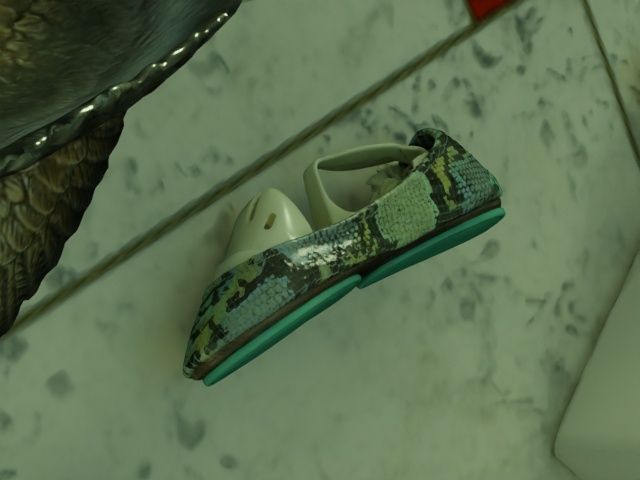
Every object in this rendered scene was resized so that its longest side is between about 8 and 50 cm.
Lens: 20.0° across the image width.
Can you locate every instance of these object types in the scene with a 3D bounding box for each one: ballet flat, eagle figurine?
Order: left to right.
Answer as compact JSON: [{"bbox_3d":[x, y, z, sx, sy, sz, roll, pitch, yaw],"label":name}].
[{"bbox_3d":[-0.119,-0.062,0.582,0.226,0.225,0.298,48,45,-52],"label":"eagle figurine"},{"bbox_3d":[0.000,0.000,0.776,0.188,0.070,0.070,-27,106,-42],"label":"ballet flat"}]

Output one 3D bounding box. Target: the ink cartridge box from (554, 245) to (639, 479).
[{"bbox_3d":[0.357,0.120,0.862,0.285,0.395,0.166,44,62,-31],"label":"ink cartridge box"}]
